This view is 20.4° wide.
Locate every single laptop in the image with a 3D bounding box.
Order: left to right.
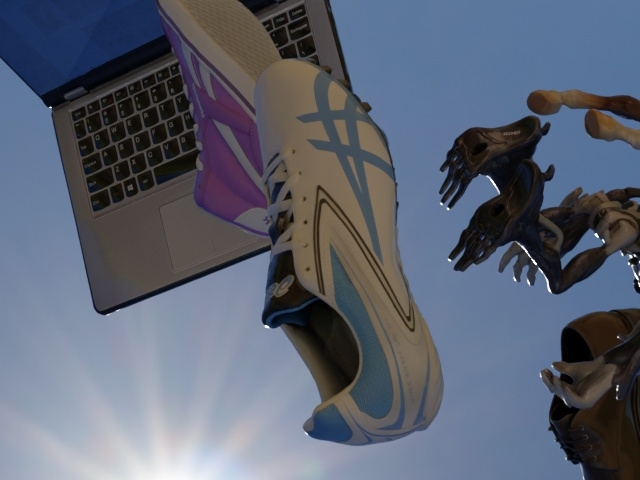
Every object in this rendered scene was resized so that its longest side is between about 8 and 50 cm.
[{"bbox_3d":[-0.196,-0.175,1.884,0.382,0.408,0.236,-21,165,27],"label":"laptop"}]

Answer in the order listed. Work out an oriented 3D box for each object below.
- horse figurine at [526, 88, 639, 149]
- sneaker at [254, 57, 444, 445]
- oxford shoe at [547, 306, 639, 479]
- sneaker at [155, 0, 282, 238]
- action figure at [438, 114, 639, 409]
[{"bbox_3d":[0.214,-0.022,0.800,0.174,0.066,0.263,-6,-137,-22],"label":"horse figurine"},{"bbox_3d":[0.000,0.000,0.989,0.086,0.085,0.237,-4,-116,-29],"label":"sneaker"},{"bbox_3d":[0.235,0.174,1.526,0.096,0.227,0.083,-3,177,-29],"label":"oxford shoe"},{"bbox_3d":[-0.103,-0.123,1.706,0.102,0.161,0.282,0,-134,-46],"label":"sneaker"},{"bbox_3d":[0.194,0.023,1.268,0.275,0.141,0.164,30,-154,-34],"label":"action figure"}]
